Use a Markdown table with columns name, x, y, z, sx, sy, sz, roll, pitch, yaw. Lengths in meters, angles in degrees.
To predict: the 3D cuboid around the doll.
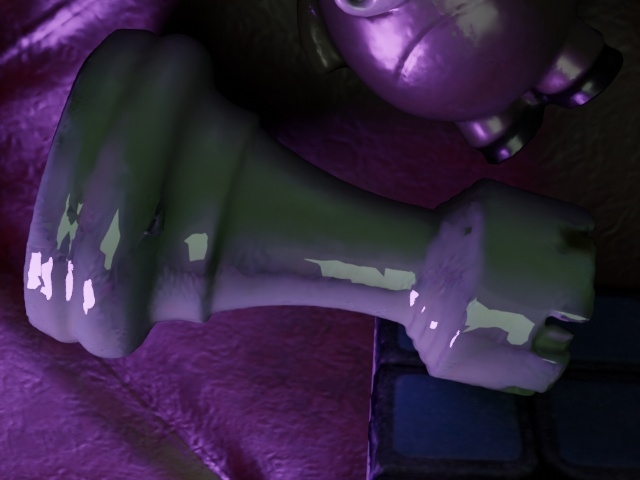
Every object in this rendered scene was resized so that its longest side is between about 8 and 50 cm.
| name | x | y | z | sx | sy | sz | roll | pitch | yaw |
| --- | --- | --- | --- | --- | --- | --- | --- | --- | --- |
| doll | 0.040 | -0.152 | 0.549 | 0.257 | 0.117 | 0.182 | 38 | 123 | -22 |

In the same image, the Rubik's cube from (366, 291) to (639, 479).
| name | x | y | z | sx | sy | sz | roll | pitch | yaw |
| --- | --- | --- | --- | --- | --- | --- | --- | --- | --- |
| Rubik's cube | 0.177 | 0.234 | 0.678 | 0.305 | 0.301 | 0.303 | 0 | 122 | 3 |

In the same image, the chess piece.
| name | x | y | z | sx | sy | sz | roll | pitch | yaw |
| --- | --- | --- | --- | --- | --- | --- | --- | --- | --- |
| chess piece | 0.000 | 0.000 | 0.597 | 0.299 | 0.194 | 0.194 | 14 | 123 | -2 |
